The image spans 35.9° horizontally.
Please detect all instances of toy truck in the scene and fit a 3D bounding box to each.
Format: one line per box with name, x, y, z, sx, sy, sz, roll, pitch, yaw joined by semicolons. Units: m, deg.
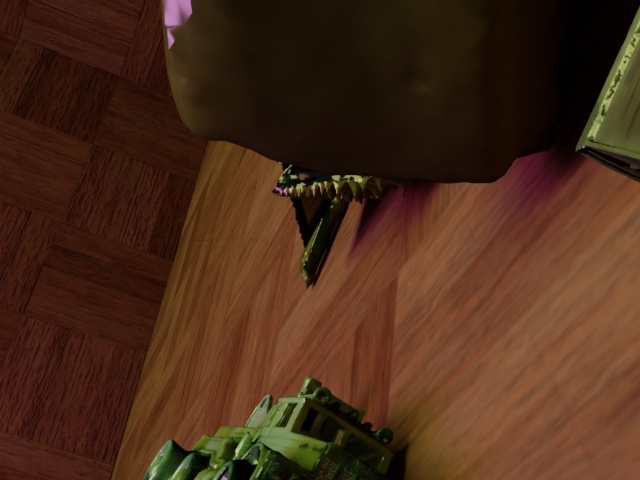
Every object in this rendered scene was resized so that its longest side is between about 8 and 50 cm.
toy truck;-0.022;0.150;0.646;0.135;0.128;0.259;-58;9;-13

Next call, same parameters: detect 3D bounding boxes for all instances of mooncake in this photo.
mooncake;0.040;-0.225;0.616;0.393;0.246;0.394;34;-123;-80

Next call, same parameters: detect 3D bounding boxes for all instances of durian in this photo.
durian;0.060;-0.097;0.795;0.108;0.119;0.187;24;-92;-66

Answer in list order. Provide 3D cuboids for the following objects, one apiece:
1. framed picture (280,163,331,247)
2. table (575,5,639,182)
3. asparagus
framed picture;0.016;-0.115;0.867;0.199;0.010;0.195;-61;-19;-21
table;0.147;-0.051;0.346;0.083;0.062;0.079;-126;58;-76
asparagus;0.000;0.000;1.014;0.025;0.021;0.108;-122;53;-74
